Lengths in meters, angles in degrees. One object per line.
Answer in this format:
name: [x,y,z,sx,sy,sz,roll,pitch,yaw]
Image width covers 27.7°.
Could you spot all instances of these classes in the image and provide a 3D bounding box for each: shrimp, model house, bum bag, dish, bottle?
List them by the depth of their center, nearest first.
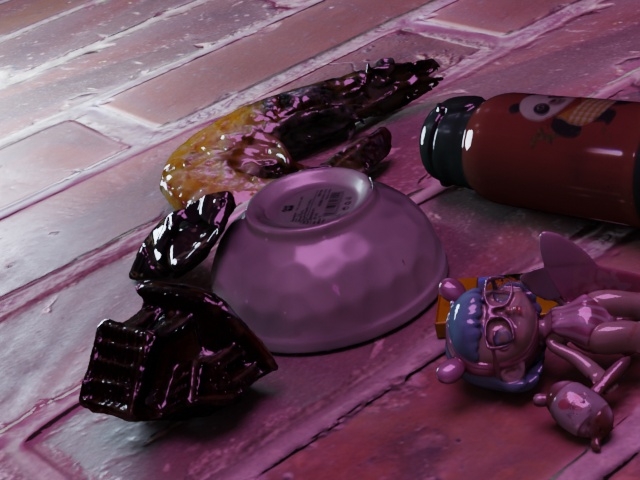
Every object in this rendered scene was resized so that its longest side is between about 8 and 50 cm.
model house: [-0.150,0.126,1.283,0.165,0.106,0.152,5,31,38]
dish: [0.000,0.000,1.440,0.303,0.120,0.303,-10,29,6]
bottle: [0.266,-0.096,1.491,0.336,0.144,0.144,10,35,40]
bum bag: [-0.162,0.002,1.501,0.102,0.069,0.248,-66,15,-15]
shrimp: [-0.001,-0.139,1.742,0.445,0.085,0.272,-28,37,-22]

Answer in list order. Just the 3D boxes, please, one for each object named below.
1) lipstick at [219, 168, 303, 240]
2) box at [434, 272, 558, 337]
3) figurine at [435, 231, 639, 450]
lipstick: [-0.070,-0.039,1.592,0.131,0.038,0.038,-30,30,-3]
box: [0.199,0.064,1.344,0.155,0.023,0.087,-6,32,13]
figurine: [0.238,0.104,1.200,0.260,0.103,0.205,-4,65,12]
